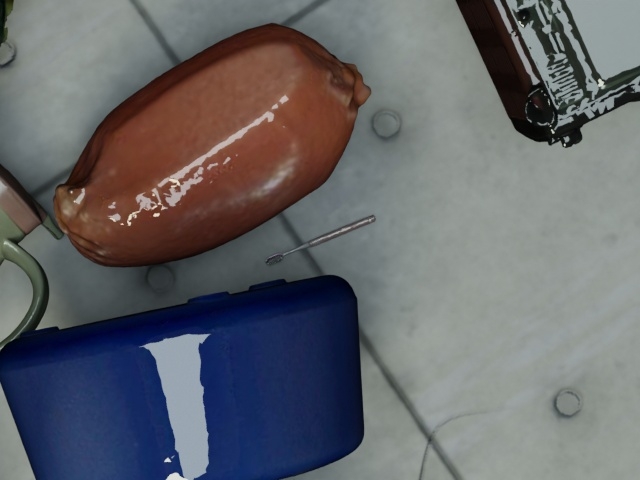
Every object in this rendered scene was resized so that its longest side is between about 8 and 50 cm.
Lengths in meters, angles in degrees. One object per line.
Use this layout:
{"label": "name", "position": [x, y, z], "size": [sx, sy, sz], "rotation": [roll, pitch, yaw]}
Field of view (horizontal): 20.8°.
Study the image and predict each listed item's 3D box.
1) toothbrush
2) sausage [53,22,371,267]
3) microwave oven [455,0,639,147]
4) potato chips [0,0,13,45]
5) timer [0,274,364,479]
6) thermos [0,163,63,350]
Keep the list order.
{"label": "toothbrush", "position": [0.000, 0.000, 1.415], "size": [0.097, 0.008, 0.006], "rotation": [-23, 111, -1]}
{"label": "sausage", "position": [-0.083, -0.072, 1.339], "size": [0.254, 0.148, 0.148], "rotation": [-29, 97, 6]}
{"label": "microwave oven", "position": [0.233, -0.194, 1.322], "size": [0.247, 0.178, 0.188], "rotation": [-24, 94, 0]}
{"label": "potato chips", "position": [-0.391, -0.237, 1.311], "size": [0.358, 0.070, 0.429], "rotation": [-41, 81, 8]}
{"label": "timer", "position": [-0.073, 0.232, 1.282], "size": [0.270, 0.270, 0.384], "rotation": [-11, 89, -2]}
{"label": "thermos", "position": [-0.325, 0.050, 1.339], "size": [0.265, 0.146, 0.176], "rotation": [-43, 81, -7]}
